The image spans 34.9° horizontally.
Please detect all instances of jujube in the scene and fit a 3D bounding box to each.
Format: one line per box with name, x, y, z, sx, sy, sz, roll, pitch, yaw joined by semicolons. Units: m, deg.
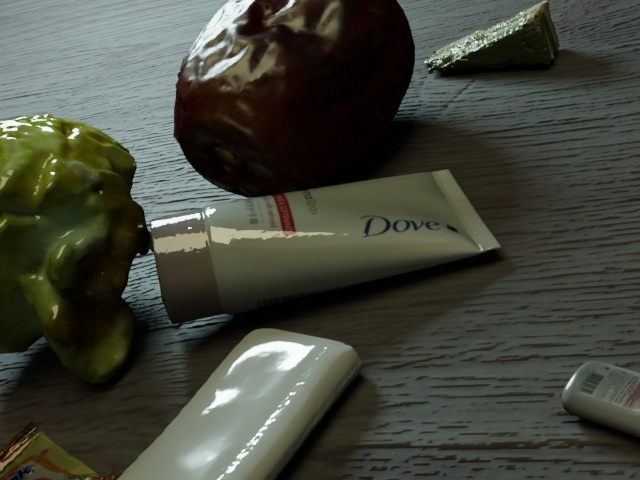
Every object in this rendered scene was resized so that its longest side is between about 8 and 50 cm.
jujube;-0.019;-0.142;0.909;0.183;0.183;0.243;5;47;36

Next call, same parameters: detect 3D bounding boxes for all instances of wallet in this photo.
wallet;-0.056;0.124;0.639;0.095;0.033;0.190;6;40;39

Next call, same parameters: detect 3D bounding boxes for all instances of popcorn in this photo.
popcorn;-0.205;0.009;0.785;0.198;0.198;0.212;-33;57;-20

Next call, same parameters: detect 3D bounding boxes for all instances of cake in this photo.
cake;0.168;-0.183;0.992;0.140;0.055;0.051;-16;28;43

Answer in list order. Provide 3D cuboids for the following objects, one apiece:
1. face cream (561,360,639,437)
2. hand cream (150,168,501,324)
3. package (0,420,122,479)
face cream;0.177;0.091;0.563;0.083;0.021;0.040;15;46;44
hand cream;0.000;0.000;0.768;0.248;0.083;0.133;-14;33;-6
package;-0.192;0.171;0.646;0.121;0.031;0.108;13;44;43
